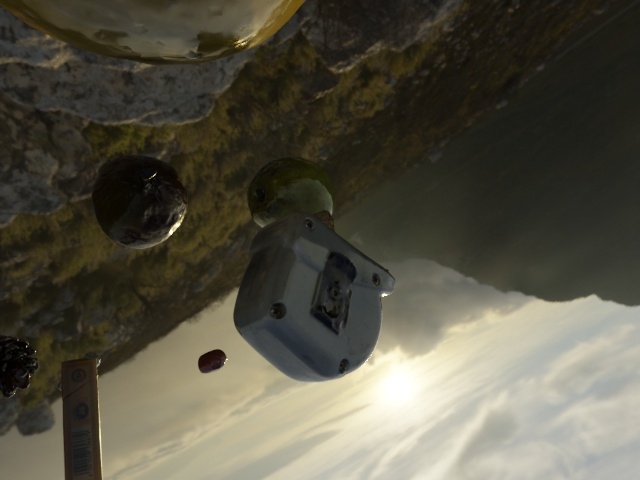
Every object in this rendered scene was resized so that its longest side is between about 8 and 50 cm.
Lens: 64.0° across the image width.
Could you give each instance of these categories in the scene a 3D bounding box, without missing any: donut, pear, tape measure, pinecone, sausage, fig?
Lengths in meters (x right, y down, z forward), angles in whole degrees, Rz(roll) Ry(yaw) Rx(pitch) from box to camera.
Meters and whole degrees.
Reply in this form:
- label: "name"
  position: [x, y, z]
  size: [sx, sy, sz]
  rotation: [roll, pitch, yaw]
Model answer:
- label: "donut"
  position: [0.000, -0.005, 1.180]
  size: [0.065, 0.165, 0.108]
  rotation: [-7, 142, -6]
- label: "pear"
  position: [-0.090, -0.130, 1.551]
  size: [0.253, 0.252, 0.307]
  rotation: [-39, 160, 33]
- label: "tape measure"
  position: [-0.001, 0.095, 0.843]
  size: [0.130, 0.265, 0.258]
  rotation: [-21, 134, 40]
- label: "pinecone"
  position: [-0.785, 0.307, 1.241]
  size: [0.195, 0.149, 0.179]
  rotation: [-11, 154, 18]
- label: "sausage"
  position: [-0.304, 0.342, 1.438]
  size: [0.094, 0.054, 0.059]
  rotation: [-28, 154, 30]
- label: "fig"
  position: [-0.319, -0.081, 0.980]
  size: [0.191, 0.190, 0.290]
  rotation: [-17, -171, -43]

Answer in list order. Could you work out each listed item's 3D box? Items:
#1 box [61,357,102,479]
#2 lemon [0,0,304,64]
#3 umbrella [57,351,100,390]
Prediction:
- label: "box"
  position: [-0.554, 0.420, 1.180]
  size: [0.076, 0.274, 0.174]
  rotation: [-1, 163, -29]
- label: "lemon"
  position: [-0.123, -0.268, 0.353]
  size: [0.297, 0.297, 0.297]
  rotation: [-28, 166, -8]
- label: "umbrella"
  position: [-0.667, 0.364, 1.414]
  size: [0.062, 0.067, 0.143]
  rotation: [2, -159, 18]
